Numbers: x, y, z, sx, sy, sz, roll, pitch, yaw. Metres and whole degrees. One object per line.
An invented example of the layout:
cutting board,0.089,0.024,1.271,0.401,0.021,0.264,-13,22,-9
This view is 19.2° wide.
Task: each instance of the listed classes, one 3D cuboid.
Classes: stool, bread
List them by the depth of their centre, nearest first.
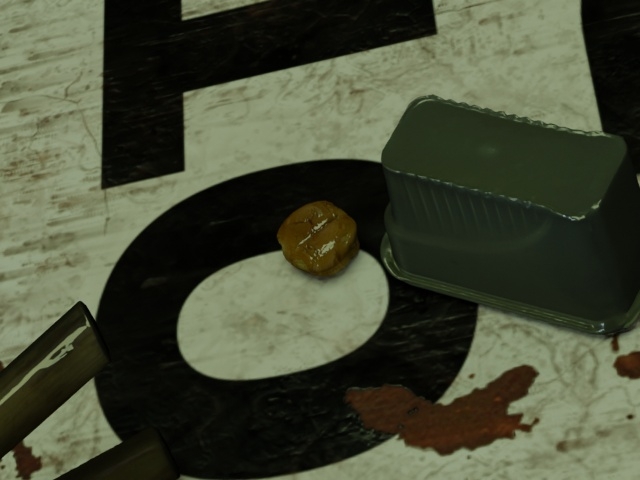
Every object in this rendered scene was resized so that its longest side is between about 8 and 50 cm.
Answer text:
stool,-0.225,0.253,1.624,0.226,0.310,0.310,-27,52,-4
bread,0.000,0.000,1.913,0.081,0.046,0.083,-22,51,4

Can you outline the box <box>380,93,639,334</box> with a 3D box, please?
box,0.179,-0.033,1.793,0.274,0.178,0.138,14,59,27
